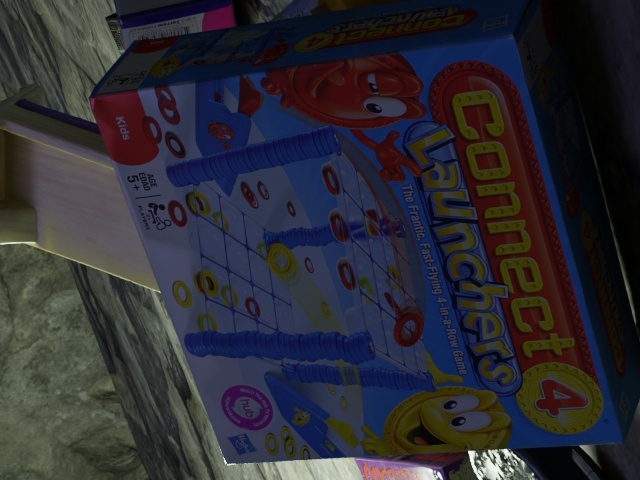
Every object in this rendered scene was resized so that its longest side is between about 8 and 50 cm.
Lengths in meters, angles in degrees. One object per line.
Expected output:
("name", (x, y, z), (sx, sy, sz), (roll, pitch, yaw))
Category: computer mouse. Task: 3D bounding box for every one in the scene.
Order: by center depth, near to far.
("computer mouse", (0.218, 0.248, 1.565), (0.262, 0.060, 0.184), (43, 152, 31))

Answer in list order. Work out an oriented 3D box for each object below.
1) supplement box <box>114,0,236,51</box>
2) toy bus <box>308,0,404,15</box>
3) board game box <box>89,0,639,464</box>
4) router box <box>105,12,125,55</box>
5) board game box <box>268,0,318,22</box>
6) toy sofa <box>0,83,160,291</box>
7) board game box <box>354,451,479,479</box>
("supplement box", (-0.138, -0.189, 1.979), (0.220, 0.111, 0.114), (83, 173, -50))
("toy bus", (0.043, -0.162, 1.399), (0.202, 0.104, 0.191), (34, 146, 64))
("board game box", (0.037, -0.001, 1.336), (0.086, 0.302, 0.308), (-58, -45, -53))
("router box", (-0.215, -0.234, 2.392), (0.092, 0.038, 0.122), (69, 166, -13))
("board game box", (-0.036, -0.119, 1.579), (0.039, 0.160, 0.211), (48, -176, -21))
("toy sofa", (-0.170, -0.038, 1.954), (0.362, 0.177, 0.150), (19, 121, 30))
("board game box", (0.134, 0.309, 2.014), (0.347, 0.056, 0.208), (157, 92, -77))
